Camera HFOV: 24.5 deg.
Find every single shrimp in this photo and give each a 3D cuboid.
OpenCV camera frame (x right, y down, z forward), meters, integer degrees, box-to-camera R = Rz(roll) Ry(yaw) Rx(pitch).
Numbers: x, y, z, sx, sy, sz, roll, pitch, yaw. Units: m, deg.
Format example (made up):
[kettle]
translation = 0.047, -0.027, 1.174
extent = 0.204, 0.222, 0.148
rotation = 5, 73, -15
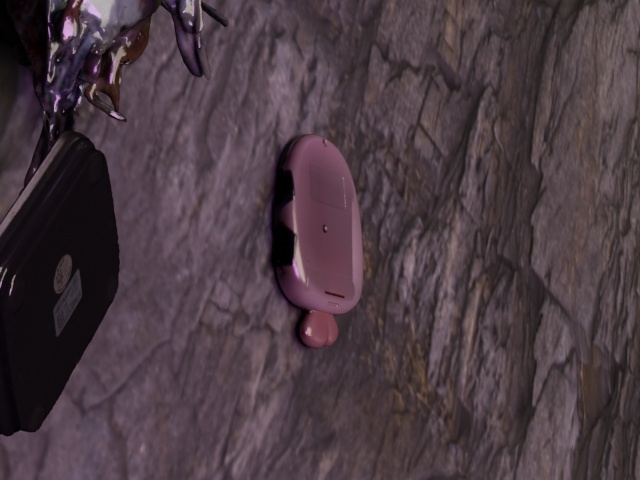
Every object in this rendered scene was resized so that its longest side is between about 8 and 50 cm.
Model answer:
[shrimp]
translation = -0.108, -0.180, 0.867
extent = 0.137, 0.172, 0.372
rotation = 28, 52, -58

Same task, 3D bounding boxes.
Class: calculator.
[calculator]
translation = 0.000, 0.000, 1.120
extent = 0.103, 0.024, 0.166
rotation = 17, 67, -55

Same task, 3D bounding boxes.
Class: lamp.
[lamp]
translation = -0.213, -0.054, 0.693
extent = 0.283, 0.124, 0.203
rotation = 28, 49, 0
